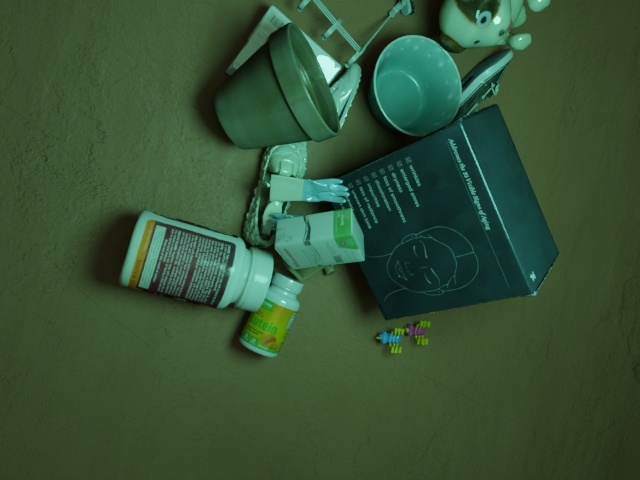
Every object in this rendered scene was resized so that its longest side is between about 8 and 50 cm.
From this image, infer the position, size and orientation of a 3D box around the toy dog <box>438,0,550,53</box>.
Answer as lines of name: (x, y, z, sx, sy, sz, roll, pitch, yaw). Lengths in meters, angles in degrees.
toy dog: (0.508, -0.755, 1.486, 0.395, 0.284, 0.408, 31, 55, -1)

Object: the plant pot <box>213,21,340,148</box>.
plant pot: (-0.133, -0.395, 1.366, 0.280, 0.323, 0.323, -21, 105, 18)

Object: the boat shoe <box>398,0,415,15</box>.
boat shoe: (0.280, -0.816, 1.590, 0.040, 0.049, 0.142, -21, 105, -34)

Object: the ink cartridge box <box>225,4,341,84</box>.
ink cartridge box: (-0.113, -0.531, 1.488, 0.275, 0.060, 0.239, 36, 104, -19)

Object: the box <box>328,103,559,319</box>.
box: (0.345, -0.065, 1.409, 0.297, 0.472, 0.480, -31, 98, -46)

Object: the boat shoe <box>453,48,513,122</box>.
boat shoe: (0.562, -0.533, 1.679, 0.306, 0.113, 0.105, -46, 114, -5)

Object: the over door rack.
over door rack: (0.098, -0.729, 1.517, 0.239, 0.108, 0.324, 44, 68, -17)

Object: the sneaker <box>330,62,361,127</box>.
sneaker: (0.056, -0.465, 1.539, 0.095, 0.090, 0.235, 22, 88, -10)

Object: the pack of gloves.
pack of gloves: (-0.034, -0.100, 1.413, 0.232, 0.046, 0.195, 3, 117, -5)

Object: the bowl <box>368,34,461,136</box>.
bowl: (0.279, -0.478, 1.557, 0.311, 0.163, 0.311, -1, 92, -18)

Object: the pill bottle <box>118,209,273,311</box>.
pill bottle: (-0.351, 0.071, 1.393, 0.392, 0.224, 0.224, 18, 91, -19)

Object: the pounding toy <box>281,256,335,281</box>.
pounding toy: (-0.014, 0.043, 1.553, 0.181, 0.206, 0.094, -33, 61, 2)

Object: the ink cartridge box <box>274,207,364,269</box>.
ink cartridge box: (0.000, 0.000, 1.355, 0.219, 0.160, 0.092, -7, 59, 15)

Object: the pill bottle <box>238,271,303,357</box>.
pill bottle: (-0.149, 0.229, 1.523, 0.136, 0.136, 0.246, 25, 88, -19)

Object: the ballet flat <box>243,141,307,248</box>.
ballet flat: (-0.126, -0.163, 1.485, 0.147, 0.147, 0.409, 15, 92, -19)

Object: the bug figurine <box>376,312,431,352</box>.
bug figurine: (0.307, 0.258, 1.709, 0.216, 0.072, 0.279, 13, 88, -25)
